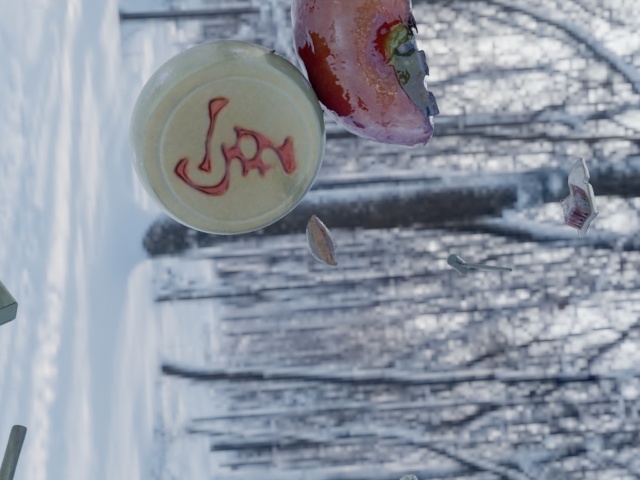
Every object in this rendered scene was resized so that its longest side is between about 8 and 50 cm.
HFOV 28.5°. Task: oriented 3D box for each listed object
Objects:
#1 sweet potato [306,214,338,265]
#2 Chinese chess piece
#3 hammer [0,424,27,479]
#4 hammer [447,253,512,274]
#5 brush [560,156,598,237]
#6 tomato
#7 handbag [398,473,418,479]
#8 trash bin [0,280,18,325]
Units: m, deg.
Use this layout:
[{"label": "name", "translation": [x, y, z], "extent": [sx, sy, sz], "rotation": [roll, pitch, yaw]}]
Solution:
[{"label": "sweet potato", "translation": [0.000, 0.000, 1.633], "extent": [0.034, 0.034, 0.095], "rotation": [-98, 170, -49]}, {"label": "Chinese chess piece", "translation": [-0.125, -0.139, 1.712], "extent": [0.102, 0.273, 0.273], "rotation": [-122, -153, -64]}, {"label": "hammer", "translation": [-0.321, 0.264, 1.269], "extent": [0.017, 0.062, 0.182], "rotation": [117, -14, -47]}, {"label": "hammer", "translation": [0.240, 0.038, 1.870], "extent": [0.035, 0.110, 0.019], "rotation": [36, 68, -40]}, {"label": "brush", "translation": [0.496, -0.094, 2.463], "extent": [0.321, 0.050, 0.060], "rotation": [-71, -173, -67]}, {"label": "tomato", "translation": [0.055, -0.285, 1.793], "extent": [0.289, 0.176, 0.335], "rotation": [-81, 158, -73]}, {"label": "handbag", "translation": [0.121, 0.417, 1.809], "extent": [0.173, 0.117, 0.095], "rotation": [56, -4, 9]}, {"label": "trash bin", "translation": [-0.431, 0.069, 1.589], "extent": [0.092, 0.061, 0.043], "rotation": [45, -44, 24]}]
